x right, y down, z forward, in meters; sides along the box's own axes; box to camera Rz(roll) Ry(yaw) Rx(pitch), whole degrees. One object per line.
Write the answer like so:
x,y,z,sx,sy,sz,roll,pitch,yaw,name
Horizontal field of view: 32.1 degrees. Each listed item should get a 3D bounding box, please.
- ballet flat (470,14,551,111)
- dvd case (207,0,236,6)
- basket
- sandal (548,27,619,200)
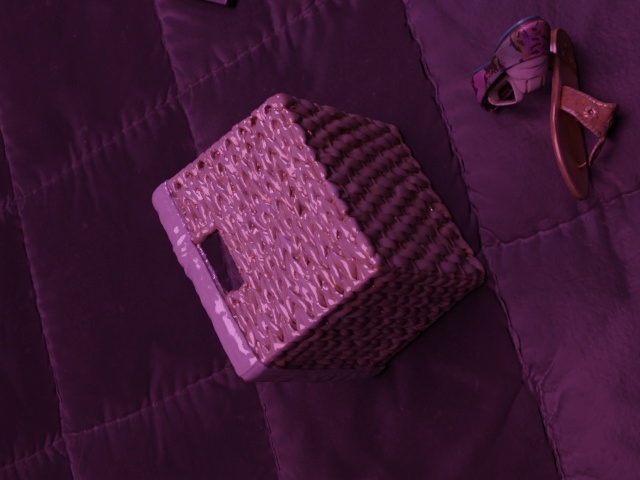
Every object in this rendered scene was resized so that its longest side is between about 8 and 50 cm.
0.261,-0.227,1.493,0.221,0.077,0.079,133,122,-74,ballet flat
-0.190,-0.543,1.952,0.179,0.030,0.238,22,101,37,dvd case
0.000,0.000,1.576,0.266,0.331,0.328,-42,64,26,basket
0.351,-0.178,1.465,0.079,0.088,0.240,-18,70,35,sandal
